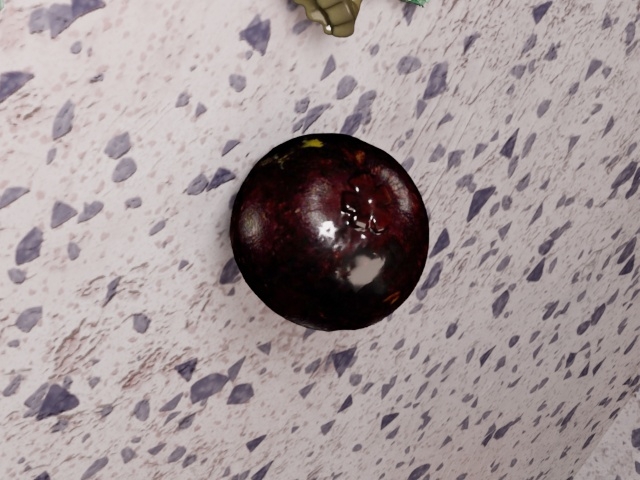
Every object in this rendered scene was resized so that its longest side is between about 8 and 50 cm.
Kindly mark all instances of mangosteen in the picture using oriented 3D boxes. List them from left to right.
[{"bbox_3d":[0.000,0.000,1.294,0.228,0.228,0.265,-29,174,-30],"label":"mangosteen"}]

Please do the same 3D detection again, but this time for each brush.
[{"bbox_3d":[-0.034,-0.305,1.060,0.084,0.071,0.301,-60,142,-12],"label":"brush"}]

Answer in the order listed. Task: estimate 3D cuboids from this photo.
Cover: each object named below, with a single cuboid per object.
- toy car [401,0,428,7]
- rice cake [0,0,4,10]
[{"bbox_3d":[0.088,-0.292,1.243,0.122,0.035,0.059,2,124,-42],"label":"toy car"},{"bbox_3d":[-0.328,-0.167,0.747,0.237,0.043,0.127,8,128,-19],"label":"rice cake"}]
